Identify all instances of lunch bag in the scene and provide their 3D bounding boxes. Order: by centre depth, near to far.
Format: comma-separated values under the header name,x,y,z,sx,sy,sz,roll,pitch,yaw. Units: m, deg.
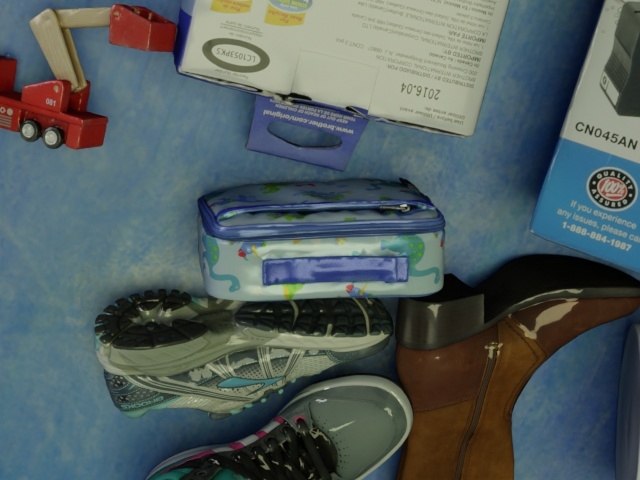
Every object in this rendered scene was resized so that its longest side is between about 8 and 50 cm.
name,x,y,z,sx,sy,sz,roll,pitch,yaw
lunch bag,0.000,0.000,1.299,0.219,0.176,0.090,-2,104,-7

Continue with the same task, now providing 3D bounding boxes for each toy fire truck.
name,x,y,z,sx,sy,sz,roll,pitch,yaw
toy fire truck,-0.228,-0.151,1.252,0.192,0.047,0.135,17,103,20

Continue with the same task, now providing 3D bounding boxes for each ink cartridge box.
name,x,y,z,sx,sy,sz,roll,pitch,yaw
ink cartridge box,0.027,-0.253,1.253,0.270,0.151,0.395,12,101,-10
ink cartridge box,0.389,-0.149,1.265,0.285,0.166,0.395,21,101,21

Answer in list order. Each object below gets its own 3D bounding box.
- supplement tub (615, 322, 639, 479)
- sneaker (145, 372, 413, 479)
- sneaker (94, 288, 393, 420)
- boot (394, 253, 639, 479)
name,x,y,z,sx,sy,sz,roll,pitch,yaw
supplement tub,0.458,0.189,1.359,0.331,0.241,0.241,4,104,6
sneaker,-0.058,0.225,1.310,0.295,0.178,0.124,-28,99,16
sneaker,-0.072,0.105,1.368,0.283,0.110,0.122,-4,127,-10
boot,0.193,0.165,1.412,0.264,0.096,0.280,-11,114,-25
